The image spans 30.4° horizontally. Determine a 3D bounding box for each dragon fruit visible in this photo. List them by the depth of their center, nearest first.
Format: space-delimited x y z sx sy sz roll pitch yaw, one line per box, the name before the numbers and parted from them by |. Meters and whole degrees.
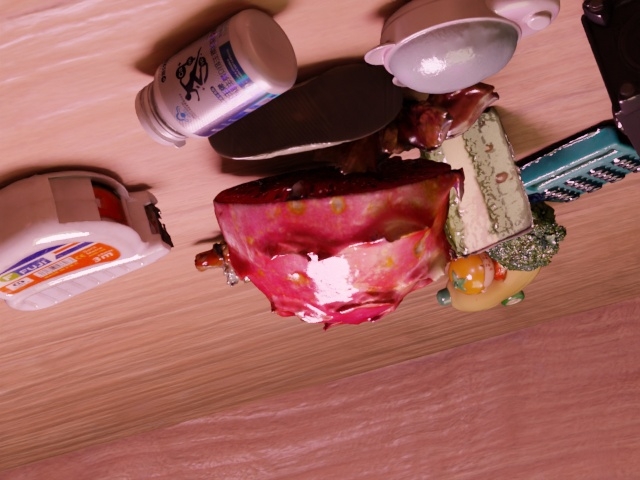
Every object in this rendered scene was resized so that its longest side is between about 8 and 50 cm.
dragon fruit | 0.032 0.001 1.772 0.387 0.248 0.371 -3 -168 21

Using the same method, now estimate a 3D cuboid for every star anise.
star anise | 0.116 -0.161 1.665 0.288 0.088 0.288 -23 -165 6

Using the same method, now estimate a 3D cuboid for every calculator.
calculator | 0.495 -0.136 2.234 0.248 0.058 0.274 -24 162 29

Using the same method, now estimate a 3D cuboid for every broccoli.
broccoli | 0.399 -0.021 2.363 0.156 0.195 0.195 -49 166 -9

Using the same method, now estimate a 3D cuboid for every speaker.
speaker | 0.507 -0.244 1.623 0.232 0.184 0.254 -23 149 20

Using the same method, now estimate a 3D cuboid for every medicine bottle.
medicine bottle | -0.129 -0.189 1.408 0.192 0.107 0.107 -27 160 31

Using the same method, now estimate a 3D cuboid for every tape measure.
tape measure | -0.387 -0.006 1.737 0.258 0.130 0.265 -22 157 12

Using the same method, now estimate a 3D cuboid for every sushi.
sushi | -0.115 0.022 2.122 0.226 0.103 0.097 -13 180 -2

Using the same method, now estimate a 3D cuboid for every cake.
cake | 0.242 -0.137 2.014 0.158 0.172 0.283 -23 130 1

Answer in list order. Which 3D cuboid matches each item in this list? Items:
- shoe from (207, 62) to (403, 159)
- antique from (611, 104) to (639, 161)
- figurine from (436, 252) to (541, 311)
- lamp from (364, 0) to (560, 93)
shoe | -0.022 -0.170 1.588 0.275 0.103 0.098 -12 179 -10
antique | 0.682 -0.181 1.970 0.322 0.185 0.255 18 149 -42
figurine | 0.387 0.068 2.695 0.222 0.124 0.324 -5 157 -24
lamp | 0.188 -0.255 1.487 0.246 0.107 0.179 -22 166 19
